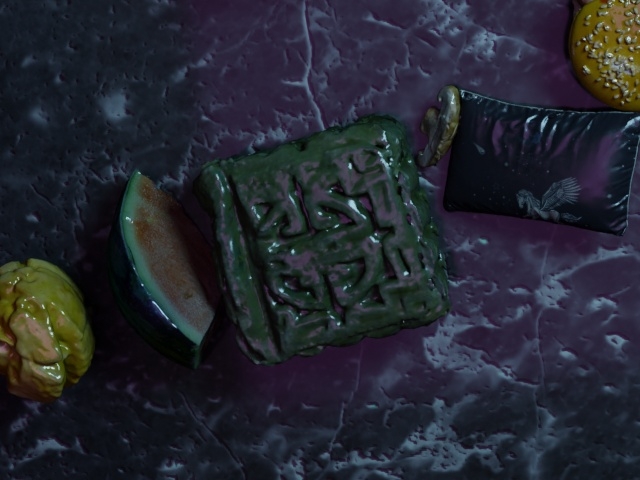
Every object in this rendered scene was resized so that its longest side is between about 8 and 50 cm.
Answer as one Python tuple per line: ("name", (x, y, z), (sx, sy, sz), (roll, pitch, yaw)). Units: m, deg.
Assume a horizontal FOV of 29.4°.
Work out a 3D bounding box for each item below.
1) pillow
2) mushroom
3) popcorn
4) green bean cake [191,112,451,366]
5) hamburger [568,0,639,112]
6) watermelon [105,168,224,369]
("pillow", (0.237, -0.082, 1.327), (0.208, 0.055, 0.141), (11, 106, 22))
("mushroom", (0.130, -0.124, 1.350), (0.049, 0.019, 0.101), (46, 128, 42))
("popcorn", (-0.328, 0.105, 1.412), (0.152, 0.148, 0.167), (-19, 81, -13))
("green bean cake", (0.000, 0.000, 1.354), (0.255, 0.132, 0.241), (-14, 100, 10))
("hamburger", (0.362, -0.222, 1.265), (0.210, 0.116, 0.173), (-8, 100, 10))
("watermelon", (-0.194, 0.050, 1.378), (0.128, 0.146, 0.231), (-35, 95, 13))
